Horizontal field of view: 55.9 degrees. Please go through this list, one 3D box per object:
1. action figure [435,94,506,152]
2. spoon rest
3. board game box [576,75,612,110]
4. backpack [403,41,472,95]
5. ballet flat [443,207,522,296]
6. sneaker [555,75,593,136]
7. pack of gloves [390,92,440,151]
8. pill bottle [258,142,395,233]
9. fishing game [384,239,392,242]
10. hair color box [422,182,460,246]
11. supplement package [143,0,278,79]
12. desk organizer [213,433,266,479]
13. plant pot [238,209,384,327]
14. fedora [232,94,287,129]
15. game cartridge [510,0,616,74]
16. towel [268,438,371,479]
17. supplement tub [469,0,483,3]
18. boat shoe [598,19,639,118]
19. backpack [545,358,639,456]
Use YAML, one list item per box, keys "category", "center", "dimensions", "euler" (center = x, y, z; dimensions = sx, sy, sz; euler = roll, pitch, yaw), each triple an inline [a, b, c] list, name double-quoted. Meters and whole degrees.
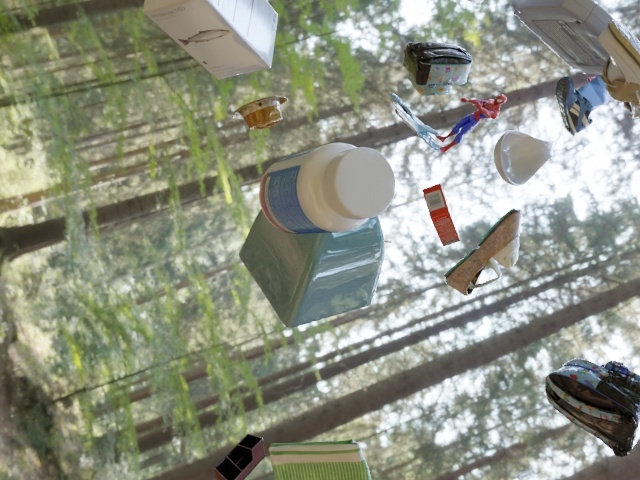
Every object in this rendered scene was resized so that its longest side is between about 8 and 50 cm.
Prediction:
- category: "action figure"
  center: [0.485, -0.416, 2.026]
  dimensions: [0.280, 0.139, 0.091]
  euler: [-33, -133, 36]
- category: "spoon rest"
  center: [0.517, -0.216, 1.512]
  dimensions: [0.084, 0.276, 0.137]
  euler: [-9, -82, 43]
- category: "board game box"
  center: [0.745, -0.412, 1.644]
  dimensions: [0.133, 0.169, 0.033]
  euler: [23, 41, -46]
- category: "backpack"
  center: [0.365, -0.534, 1.862]
  dimensions: [0.165, 0.189, 0.144]
  euler: [-112, -165, -47]
- category: "ballet flat"
  center: [0.446, 0.042, 1.565]
  dimensions: [0.106, 0.108, 0.316]
  euler: [50, -40, 15]
- category: "sneaker"
  center: [0.544, -0.293, 1.288]
  dimensions: [0.053, 0.059, 0.144]
  euler: [-98, 161, -50]
- category: "pack of gloves"
  center: [0.329, -0.408, 2.025]
  dimensions: [0.232, 0.046, 0.195]
  euler: [37, 27, -27]
- category: "pill bottle"
  center: [0.007, -0.071, 0.858]
  dimensions: [0.222, 0.124, 0.124]
  euler: [0, -71, 63]
- category: "fishing game"
  center: [0.089, -0.021, 1.866]
  dimensions: [0.264, 0.189, 0.041]
  euler: [20, -80, 41]
- category: "hair color box"
  center: [0.313, -0.064, 1.557]
  dimensions: [0.167, 0.054, 0.093]
  euler: [52, 24, -57]
- category: "supplement package"
  center: [-0.155, -0.334, 0.887]
  dimensions: [0.179, 0.105, 0.105]
  euler: [34, 57, -57]
- category: "desk organizer"
  center: [-0.178, 0.491, 1.337]
  dimensions: [0.047, 0.130, 0.050]
  euler: [7, -67, 29]
- category: "plant pot"
  center: [0.000, 0.000, 1.349]
  dimensions: [0.247, 0.247, 0.252]
  euler: [52, -43, 34]
- category: "fedora"
  center: [-0.193, -0.419, 2.009]
  dimensions: [0.194, 0.195, 0.079]
  euler: [167, -96, -76]
- category: "game cartridge"
  center: [0.592, -0.469, 1.374]
  dimensions: [0.060, 0.294, 0.196]
  euler: [-60, -148, 7]
- category: "towel"
  center: [0.015, 0.639, 1.456]
  dimensions: [0.038, 0.248, 0.324]
  euler: [-34, 114, -72]
- category: "supplement tub"
  center: [0.359, -0.690, 1.244]
  dimensions: [0.324, 0.236, 0.235]
  euler: [-53, -128, 38]
- category: "boat shoe"
  center: [0.659, -0.347, 1.285]
  dimensions: [0.103, 0.302, 0.113]
  euler: [-31, -133, 36]
- category: "backpack"
  center: [0.516, 0.290, 1.122]
  dimensions: [0.173, 0.117, 0.158]
  euler: [28, -30, 39]
